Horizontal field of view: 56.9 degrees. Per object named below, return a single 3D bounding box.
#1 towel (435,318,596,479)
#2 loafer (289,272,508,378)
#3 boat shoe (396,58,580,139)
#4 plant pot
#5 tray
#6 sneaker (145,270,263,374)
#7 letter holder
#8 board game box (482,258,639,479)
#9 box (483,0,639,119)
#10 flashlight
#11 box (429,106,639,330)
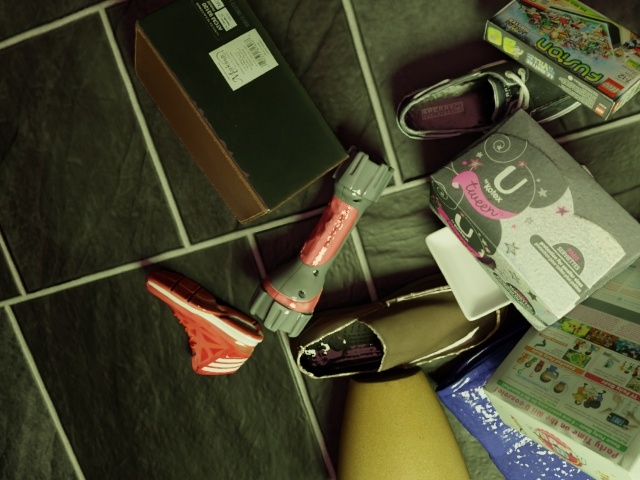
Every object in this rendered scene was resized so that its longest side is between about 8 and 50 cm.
[{"bbox_3d":[0.367,0.291,0.972,0.227,0.076,0.308,-38,94,17],"label":"towel"},{"bbox_3d":[0.120,0.157,0.939,0.365,0.130,0.134,-19,100,11],"label":"loafer"},{"bbox_3d":[0.257,-0.209,0.849,0.301,0.102,0.108,-10,102,10],"label":"boat shoe"},{"bbox_3d":[0.122,0.339,0.949,0.237,0.237,0.254,-9,90,10],"label":"plant pot"},{"bbox_3d":[0.309,0.003,0.889,0.270,0.030,0.145,-25,70,0],"label":"tray"},{"bbox_3d":[-0.220,0.154,1.008,0.221,0.087,0.128,32,104,0],"label":"sneaker"},{"bbox_3d":[-0.131,-0.192,0.896,0.152,0.214,0.302,-37,97,-18],"label":"letter holder"},{"bbox_3d":[0.404,0.158,0.792,0.303,0.224,0.097,-44,121,-14],"label":"board game box"},{"bbox_3d":[0.337,-0.260,0.792,0.114,0.036,0.207,-40,66,-13],"label":"box"},{"bbox_3d":[0.000,0.000,0.915,0.103,0.103,0.304,24,105,-27],"label":"flashlight"},{"bbox_3d":[0.285,-0.025,0.808,0.163,0.142,0.247,-37,71,-2],"label":"box"}]
